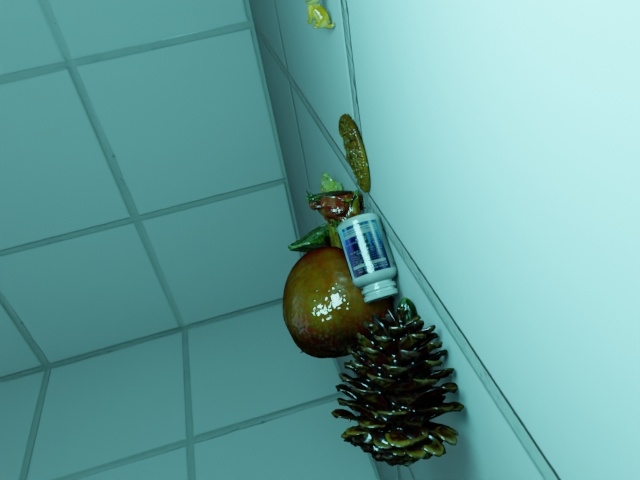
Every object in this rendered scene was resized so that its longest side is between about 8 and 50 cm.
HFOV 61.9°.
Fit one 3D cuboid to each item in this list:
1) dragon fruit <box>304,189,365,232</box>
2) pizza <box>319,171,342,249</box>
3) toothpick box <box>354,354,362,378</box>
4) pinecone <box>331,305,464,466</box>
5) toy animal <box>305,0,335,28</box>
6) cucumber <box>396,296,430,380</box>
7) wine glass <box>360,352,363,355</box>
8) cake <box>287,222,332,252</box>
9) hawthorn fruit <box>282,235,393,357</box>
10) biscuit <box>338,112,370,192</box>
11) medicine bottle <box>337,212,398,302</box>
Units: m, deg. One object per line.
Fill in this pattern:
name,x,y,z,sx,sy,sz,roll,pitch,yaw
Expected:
dragon fruit,0.048,-0.082,1.375,0.175,0.138,0.142,62,149,7
pizza,0.062,-0.077,1.569,0.280,0.075,0.287,129,127,-77
toothpick box,0.164,0.422,1.711,0.149,0.099,0.098,154,101,-83
pinecone,0.145,0.269,1.006,0.246,0.247,0.292,143,131,-83
toy animal,-0.003,-0.509,1.162,0.081,0.060,0.083,44,156,26
cucumber,0.202,0.225,1.155,0.058,0.052,0.214,-32,-67,-60
wine glass,0.207,0.310,1.390,0.309,0.096,0.264,-113,33,-55
cake,-0.003,0.016,1.711,0.235,0.100,0.099,-33,-76,-58
hawthorn fruit,0.040,0.134,1.407,0.284,0.285,0.368,83,-179,-51
biscuit,0.077,-0.222,1.268,0.126,0.025,0.206,89,164,-65
medicine bottle,0.112,0.041,1.227,0.107,0.107,0.191,103,151,-77
